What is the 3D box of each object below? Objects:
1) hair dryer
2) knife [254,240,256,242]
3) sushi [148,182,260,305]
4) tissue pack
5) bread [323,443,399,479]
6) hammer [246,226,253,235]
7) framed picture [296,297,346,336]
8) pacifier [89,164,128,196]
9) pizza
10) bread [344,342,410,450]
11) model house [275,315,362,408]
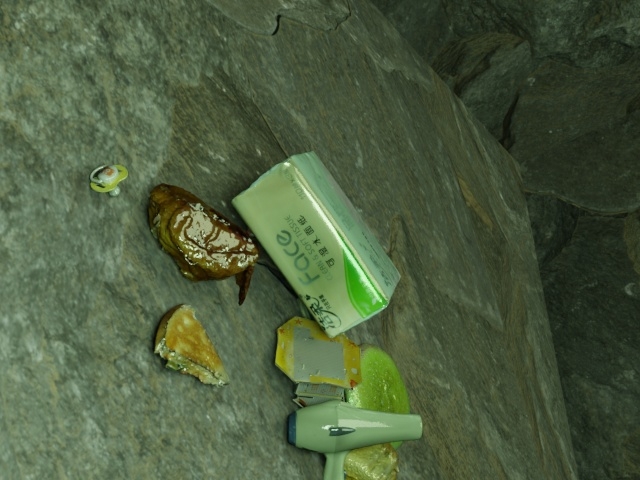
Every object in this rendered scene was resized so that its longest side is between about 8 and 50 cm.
[{"bbox_3d":[0.098,0.480,1.833,0.119,0.296,0.298,146,-76,-83],"label":"hair dryer"},{"bbox_3d":[-0.188,0.018,1.965,0.121,0.018,0.031,-23,90,-62],"label":"knife"},{"bbox_3d":[-0.251,0.001,1.761,0.296,0.179,0.166,30,66,-22],"label":"sushi"},{"bbox_3d":[0.000,0.000,1.993,0.404,0.205,0.332,56,14,-2],"label":"tissue pack"},{"bbox_3d":[0.117,0.535,1.940,0.174,0.133,0.251,-25,90,-58],"label":"bread"},{"bbox_3d":[-0.151,-0.017,2.039,0.083,0.031,0.052,51,33,-34],"label":"hammer"},{"bbox_3d":[0.015,0.235,2.120,0.150,0.015,0.203,-5,72,-58],"label":"framed picture"},{"bbox_3d":[-0.428,-0.117,1.671,0.083,0.068,0.064,-54,150,-38],"label":"pacifier"},{"bbox_3d":[-0.257,0.229,1.668,0.195,0.052,0.185,51,26,-14],"label":"pizza"},{"bbox_3d":[0.151,0.412,2.160,0.301,0.045,0.301,35,44,-43],"label":"bread"},{"bbox_3d":[-0.018,0.305,1.942,0.208,0.135,0.219,8,35,-11],"label":"model house"}]
